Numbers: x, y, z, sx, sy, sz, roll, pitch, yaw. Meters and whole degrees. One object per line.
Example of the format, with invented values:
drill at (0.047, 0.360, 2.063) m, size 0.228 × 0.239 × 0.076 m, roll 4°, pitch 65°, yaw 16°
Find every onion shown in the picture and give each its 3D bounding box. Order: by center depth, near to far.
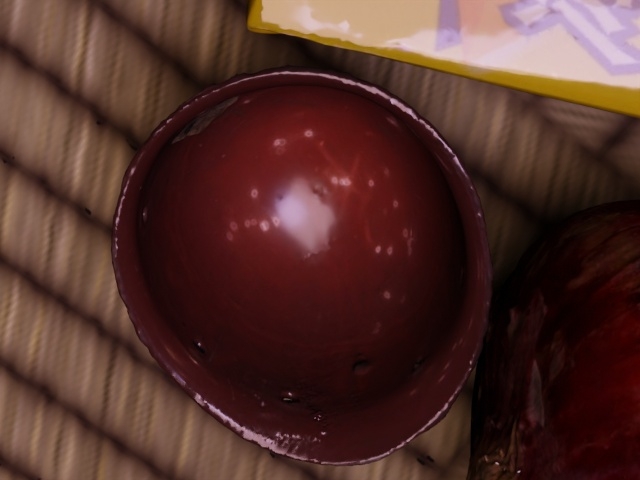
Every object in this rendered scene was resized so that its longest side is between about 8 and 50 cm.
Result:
onion at (0.153, 0.101, 0.657) m, size 0.190 × 0.246 × 0.246 m, roll 2°, pitch 107°, yaw -14°

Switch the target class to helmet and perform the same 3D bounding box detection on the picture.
helmet at (0.000, 0.000, 0.693) m, size 0.155 × 0.106 × 0.175 m, roll -24°, pitch 104°, yaw 13°

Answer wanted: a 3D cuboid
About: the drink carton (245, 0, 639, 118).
drink carton at (0.155, -0.128, 0.661) m, size 0.351 × 0.111 × 0.155 m, roll 13°, pitch 105°, yaw -4°
